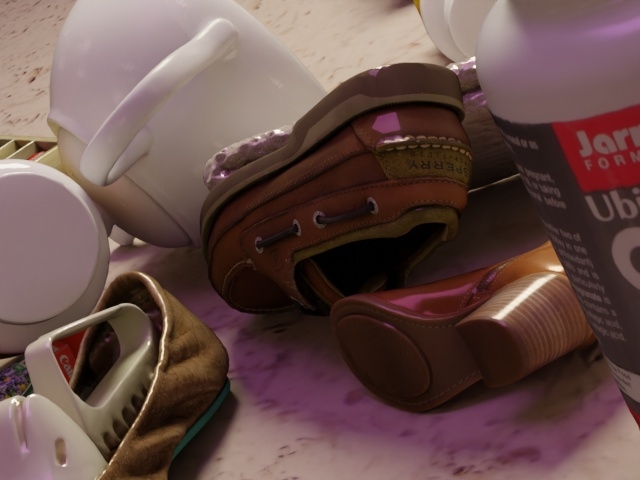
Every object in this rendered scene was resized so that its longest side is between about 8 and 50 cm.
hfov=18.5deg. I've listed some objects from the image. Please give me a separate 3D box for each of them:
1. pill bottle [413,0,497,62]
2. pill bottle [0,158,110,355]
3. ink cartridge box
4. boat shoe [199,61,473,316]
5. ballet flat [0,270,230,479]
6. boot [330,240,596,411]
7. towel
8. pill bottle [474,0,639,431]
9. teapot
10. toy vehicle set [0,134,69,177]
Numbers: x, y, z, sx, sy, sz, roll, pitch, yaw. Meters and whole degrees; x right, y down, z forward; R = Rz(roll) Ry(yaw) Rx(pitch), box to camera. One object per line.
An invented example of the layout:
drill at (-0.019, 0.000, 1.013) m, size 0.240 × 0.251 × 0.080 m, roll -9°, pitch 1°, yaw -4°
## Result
pill bottle at (0.136, -0.213, 1.645) m, size 0.117 × 0.117 × 0.215 m, roll -24°, pitch 20°, yaw 6°
pill bottle at (-0.226, 0.015, 1.407) m, size 0.136 × 0.136 × 0.245 m, roll -32°, pitch 4°, yaw -16°
ink cartridge box at (-0.178, 0.104, 1.328) m, size 0.115 × 0.063 × 0.029 m, roll -33°, pitch 22°, yaw -20°
boat shoe at (0.000, 0.000, 1.242) m, size 0.110 × 0.104 × 0.307 m, roll -1°, pitch -21°, yaw -21°
ballet flat at (-0.140, 0.120, 1.154) m, size 0.116 × 0.124 × 0.342 m, roll -22°, pitch 20°, yaw 25°
boot at (0.111, 0.036, 1.159) m, size 0.152 × 0.073 × 0.197 m, roll -30°, pitch 18°, yaw -34°
towel at (0.077, -0.071, 1.334) m, size 0.282 × 0.049 × 0.187 m, roll -18°, pitch -15°, yaw 21°
pill bottle at (0.179, -0.055, 0.917) m, size 0.176 × 0.318 × 0.176 m, roll -24°, pitch 21°, yaw 10°
teapot at (-0.118, -0.081, 1.492) m, size 0.187 × 0.256 × 0.252 m, roll -50°, pitch 42°, yaw -10°
toy vehicle set at (-0.372, -0.018, 1.896) m, size 0.267 × 0.035 × 0.166 m, roll -37°, pitch 23°, yaw -28°
